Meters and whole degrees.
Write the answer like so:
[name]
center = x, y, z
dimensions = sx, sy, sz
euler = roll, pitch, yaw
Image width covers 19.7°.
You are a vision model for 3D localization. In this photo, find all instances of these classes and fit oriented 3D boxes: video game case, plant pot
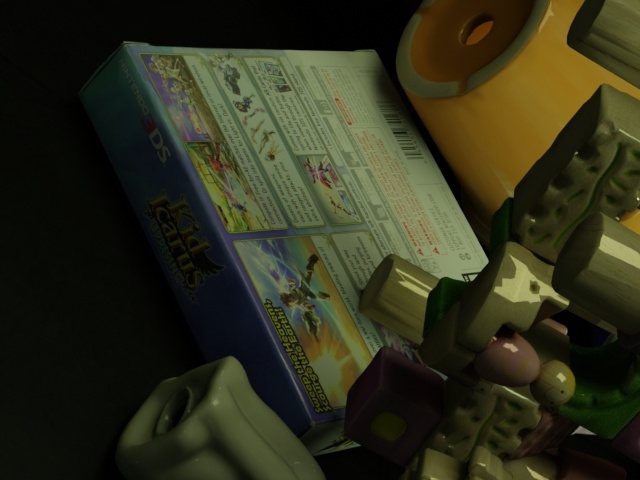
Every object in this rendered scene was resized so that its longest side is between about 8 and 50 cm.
[video game case]
center = 0.000, 0.000, 1.181
dimensions = 0.244, 0.061, 0.269
euler = -4, 61, -50
[plant pot]
center = 0.157, -0.096, 1.275
dimensions = 0.188, 0.205, 0.205
euler = 42, 34, -35

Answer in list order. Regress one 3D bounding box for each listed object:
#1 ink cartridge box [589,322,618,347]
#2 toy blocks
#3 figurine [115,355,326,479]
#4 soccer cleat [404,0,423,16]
[ink cartridge box]
center = 0.295, 0.058, 1.437
dimensions = 0.332, 0.065, 0.165
euler = 30, 40, -26
[toy blocks]
center = 0.182, 0.083, 0.977
dimensions = 0.260, 0.288, 0.309
euler = 30, 33, -12
[figurine]
center = -0.027, 0.194, 0.971
dimensions = 0.209, 0.092, 0.215
euler = 46, 34, -18
[soccer cleat]
center = 0.117, -0.268, 1.429
dimensions = 0.331, 0.116, 0.143
euler = -49, 125, -69
